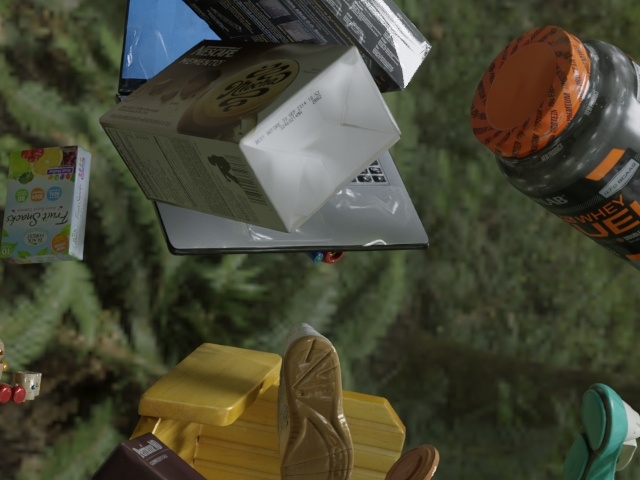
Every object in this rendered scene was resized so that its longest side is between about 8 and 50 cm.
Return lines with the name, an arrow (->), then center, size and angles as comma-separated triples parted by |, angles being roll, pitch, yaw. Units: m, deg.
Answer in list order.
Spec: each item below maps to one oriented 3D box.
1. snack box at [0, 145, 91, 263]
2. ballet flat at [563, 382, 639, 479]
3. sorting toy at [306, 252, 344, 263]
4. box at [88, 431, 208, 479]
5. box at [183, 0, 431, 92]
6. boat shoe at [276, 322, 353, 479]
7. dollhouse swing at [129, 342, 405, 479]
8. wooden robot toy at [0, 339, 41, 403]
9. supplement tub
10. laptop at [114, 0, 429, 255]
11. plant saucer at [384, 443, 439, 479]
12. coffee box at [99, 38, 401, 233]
snack box -> -0.341, -0.044, 1.885 | 0.037, 0.100, 0.141 | 35, 54, -63
ballet flat -> 0.400, 0.270, 2.107 | 0.247, 0.087, 0.083 | 94, -16, -51
sorting toy -> 0.000, 0.000, 2.282 | 0.061, 0.042, 0.102 | -43, 149, -8
box -> -0.117, 0.401, 1.807 | 0.143, 0.381, 0.191 | -53, 176, 0
box -> -0.055, -0.289, 1.745 | 0.307, 0.242, 0.076 | 44, 66, -27
boat shoe -> -0.011, 0.241, 2.048 | 0.096, 0.098, 0.277 | -116, -156, -67
dollhouse swing -> -0.083, 0.364, 2.079 | 0.315, 0.305, 0.346 | -40, 145, -67
wooden robot toy -> -0.371, 0.144, 1.746 | 0.173, 0.076, 0.079 | 11, 86, -61
supplement tub -> 0.356, -0.108, 1.846 | 0.338, 0.207, 0.207 | 30, 53, -29
laptop -> -0.042, -0.211, 1.947 | 0.236, 0.382, 0.408 | -58, -136, 44
plant saucer -> 0.102, 0.268, 1.750 | 0.013, 0.083, 0.083 | 44, 31, -18
coffee box -> -0.081, -0.118, 1.601 | 0.168, 0.297, 0.119 | -41, 118, -22
